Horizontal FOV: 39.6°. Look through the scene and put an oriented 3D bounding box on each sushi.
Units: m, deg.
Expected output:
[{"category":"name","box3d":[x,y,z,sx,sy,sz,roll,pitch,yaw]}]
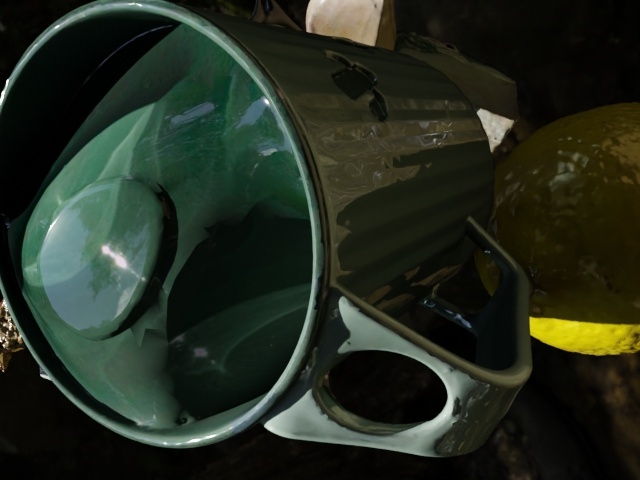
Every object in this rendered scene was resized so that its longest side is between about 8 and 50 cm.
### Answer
[{"category":"sushi","box3d":[-0.325,0.080,0.967,0.052,0.120,0.055,33,-173,-12]}]

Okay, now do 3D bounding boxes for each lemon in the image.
[{"category":"lemon","box3d":[0.299,-0.012,0.922,0.268,0.322,0.268,11,108,40]}]

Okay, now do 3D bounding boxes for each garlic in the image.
[{"category":"garlic","box3d":[0.036,-0.257,1.029,0.101,0.087,0.196,30,146,19]}]

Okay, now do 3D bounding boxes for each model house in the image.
[{"category":"model house","box3d":[0.223,-0.247,1.884,0.243,0.298,0.284,-78,12,-56]}]

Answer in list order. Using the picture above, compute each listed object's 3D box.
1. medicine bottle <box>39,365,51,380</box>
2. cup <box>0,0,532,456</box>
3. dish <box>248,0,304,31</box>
[{"category":"medicine bottle","box3d":[-0.348,0.210,1.431,0.086,0.183,0.086,18,-90,-83]},{"category":"cup","box3d":[-0.021,0.005,0.748,0.310,0.392,0.401,-31,82,33]},{"category":"dish","box3d":[-0.091,-0.167,1.223,0.120,0.303,0.303,-5,113,33]}]
